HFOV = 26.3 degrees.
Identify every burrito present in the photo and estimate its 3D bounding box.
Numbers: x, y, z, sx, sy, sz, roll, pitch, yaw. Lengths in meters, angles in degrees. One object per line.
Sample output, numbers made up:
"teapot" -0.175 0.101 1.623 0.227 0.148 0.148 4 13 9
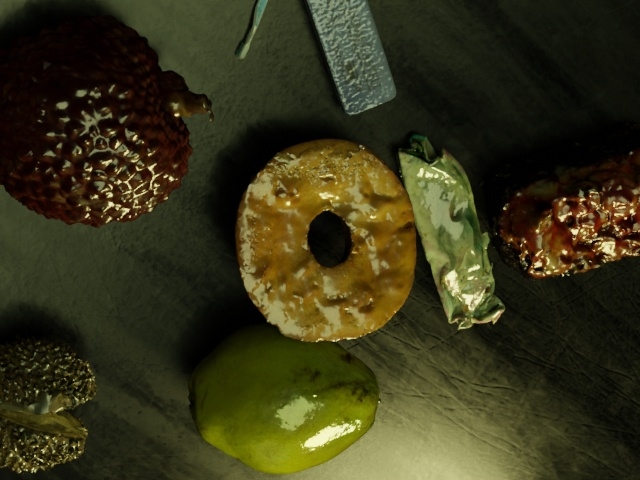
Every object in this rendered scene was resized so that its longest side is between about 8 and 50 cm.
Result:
"burrito" 0.188 -0.012 1.978 0.096 0.066 0.309 -22 110 -6

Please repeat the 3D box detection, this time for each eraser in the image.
"eraser" 0.033 -0.286 1.856 0.082 0.036 0.225 -22 113 -7

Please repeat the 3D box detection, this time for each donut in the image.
"donut" 0.000 -0.003 1.880 0.277 0.108 0.278 -1 93 -17

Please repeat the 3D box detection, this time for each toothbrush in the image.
"toothbrush" -0.075 -0.316 1.823 0.014 0.017 0.162 17 104 -42

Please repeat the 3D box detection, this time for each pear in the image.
"pear" -0.051 0.220 1.907 0.269 0.212 0.212 -1 109 -2

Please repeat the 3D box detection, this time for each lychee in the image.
"lychee" -0.277 -0.146 1.694 0.300 0.264 0.264 -8 111 6

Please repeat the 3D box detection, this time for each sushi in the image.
"sushi" 0.409 -0.043 1.974 0.343 0.182 0.196 -16 118 -8

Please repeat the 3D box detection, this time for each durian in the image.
"durian" -0.400 0.220 1.847 0.196 0.167 0.196 0 87 -2
